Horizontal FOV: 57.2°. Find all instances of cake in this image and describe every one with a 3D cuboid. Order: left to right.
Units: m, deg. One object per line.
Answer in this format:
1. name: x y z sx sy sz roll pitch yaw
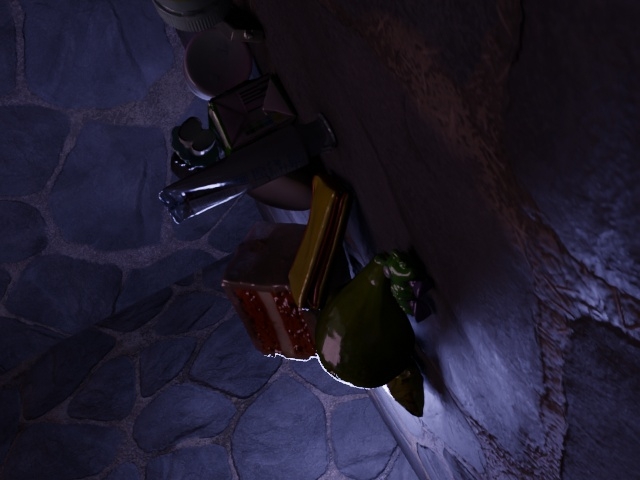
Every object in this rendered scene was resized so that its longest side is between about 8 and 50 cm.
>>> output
1. cake: -0.068 0.126 1.445 0.308 0.237 0.230 69 -146 -42

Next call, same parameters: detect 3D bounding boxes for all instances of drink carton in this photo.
1. drink carton: -0.152 -0.258 1.271 0.108 0.161 0.271 63 170 -4

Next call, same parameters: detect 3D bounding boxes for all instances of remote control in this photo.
1. remote control: -0.097 -0.128 1.311 0.221 0.103 0.332 19 179 -9

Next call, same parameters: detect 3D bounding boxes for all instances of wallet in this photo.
1. wallet: 0.000 0.000 1.125 0.141 0.067 0.241 -124 46 -63

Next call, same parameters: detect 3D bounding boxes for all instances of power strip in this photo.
1. power strip: -0.168 -0.423 1.151 0.252 0.060 0.027 -126 38 -51

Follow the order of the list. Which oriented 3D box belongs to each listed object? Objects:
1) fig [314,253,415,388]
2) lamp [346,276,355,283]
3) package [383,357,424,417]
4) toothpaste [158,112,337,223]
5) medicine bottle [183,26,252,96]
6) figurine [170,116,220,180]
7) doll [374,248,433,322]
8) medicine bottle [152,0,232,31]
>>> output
1. fig: 0.088 0.140 1.104 0.206 0.206 0.275 56 147 39
2. lamp: 0.091 0.163 1.367 0.106 0.106 0.193 56 163 41
3. package: 0.170 0.291 1.313 0.168 0.090 0.226 52 171 40
4. toothpaste: -0.118 -0.119 0.973 0.073 0.299 0.114 60 171 20
5. medicine bottle: -0.252 -0.413 1.403 0.152 0.152 0.254 64 172 -16
6. figurine: -0.272 -0.187 1.316 0.138 0.110 0.245 38 166 -3
7. doll: 0.132 0.071 0.933 0.115 0.050 0.190 52 170 35
8. medicine bottle: -0.240 -0.502 0.976 0.158 0.158 0.318 61 172 11
